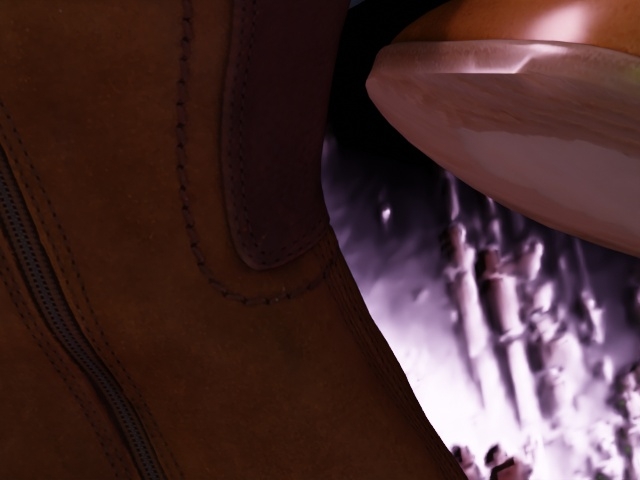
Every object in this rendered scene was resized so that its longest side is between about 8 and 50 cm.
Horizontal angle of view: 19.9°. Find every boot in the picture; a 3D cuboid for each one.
[{"bbox_3d":[0.160,-0.098,0.432,0.295,0.104,0.211,5,65,44],"label":"boot"},{"bbox_3d":[0.000,0.000,0.395,0.264,0.280,0.096,-16,19,14],"label":"boot"}]

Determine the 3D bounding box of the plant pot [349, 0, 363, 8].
[{"bbox_3d":[-0.072,-0.166,0.581,0.195,0.290,0.290,124,154,-58],"label":"plant pot"}]
